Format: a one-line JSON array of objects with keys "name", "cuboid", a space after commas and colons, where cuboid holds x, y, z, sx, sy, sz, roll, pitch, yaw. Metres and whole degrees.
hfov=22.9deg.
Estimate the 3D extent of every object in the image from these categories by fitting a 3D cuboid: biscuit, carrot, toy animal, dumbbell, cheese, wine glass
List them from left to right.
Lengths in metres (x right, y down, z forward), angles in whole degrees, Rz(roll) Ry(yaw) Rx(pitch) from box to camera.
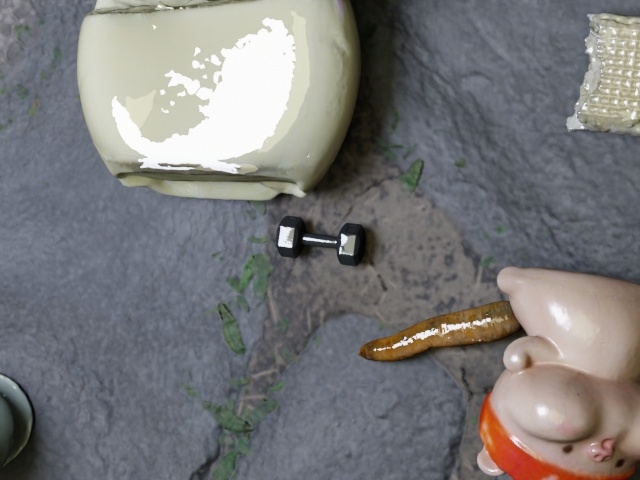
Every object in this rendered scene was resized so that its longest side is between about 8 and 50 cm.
[{"name": "wine glass", "cuboid": [-0.353, 0.185, 1.495, 0.111, 0.204, 0.111, 1, 95, 11]}, {"name": "cheese", "cuboid": [-0.093, -0.155, 1.455, 0.266, 0.127, 0.233, 0, 89, 12]}, {"name": "dumbbell", "cuboid": [0.000, 0.000, 1.480, 0.083, 0.040, 0.036, 7, 62, 14]}, {"name": "carrot", "cuboid": [0.110, 0.086, 1.457, 0.165, 0.035, 0.036, -13, 89, 17]}, {"name": "toy animal", "cuboid": [0.220, 0.127, 1.369, 0.171, 0.171, 0.198, 8, 87, 14]}, {"name": "biscuit", "cuboid": [0.339, -0.135, 1.374, 0.238, 0.062, 0.108, 8, 94, 15]}]
